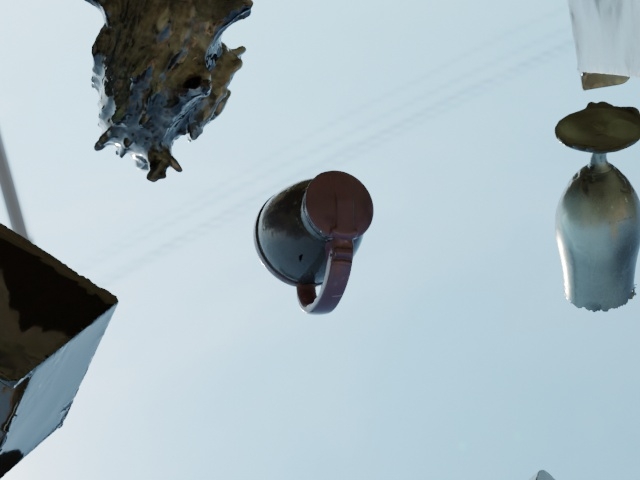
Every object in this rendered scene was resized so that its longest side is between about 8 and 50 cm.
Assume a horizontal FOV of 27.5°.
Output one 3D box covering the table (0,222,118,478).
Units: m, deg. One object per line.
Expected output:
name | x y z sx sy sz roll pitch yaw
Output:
table | -0.327 0.108 1.206 0.172 0.169 0.193 31 -153 6

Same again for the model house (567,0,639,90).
model house | 0.263 -0.162 0.658 0.244 0.169 0.326 -4 -172 2

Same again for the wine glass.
wine glass | 0.307 -0.034 1.446 0.103 0.222 0.103 -5 -147 3

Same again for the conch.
conch | -0.157 -0.210 1.462 0.186 0.313 0.240 5 173 7

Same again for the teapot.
teapot | -0.008 -0.007 1.414 0.148 0.116 0.146 -64 -169 -27

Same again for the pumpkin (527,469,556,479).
pumpkin | 0.271 0.405 1.625 0.110 0.217 0.217 -24 -160 14
